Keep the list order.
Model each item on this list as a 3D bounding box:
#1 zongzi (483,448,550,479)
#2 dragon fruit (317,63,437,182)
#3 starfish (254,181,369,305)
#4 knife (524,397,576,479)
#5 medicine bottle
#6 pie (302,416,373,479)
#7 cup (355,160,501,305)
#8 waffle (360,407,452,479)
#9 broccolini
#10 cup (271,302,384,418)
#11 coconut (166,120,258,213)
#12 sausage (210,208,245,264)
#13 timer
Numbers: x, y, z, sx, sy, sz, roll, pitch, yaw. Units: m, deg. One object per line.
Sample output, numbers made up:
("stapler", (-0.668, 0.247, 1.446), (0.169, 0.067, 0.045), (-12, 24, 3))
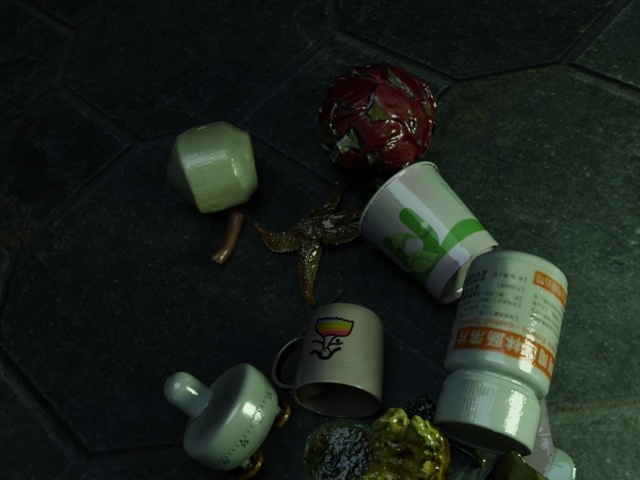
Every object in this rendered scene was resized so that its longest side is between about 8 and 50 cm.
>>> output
("zongzi", (0.371, 0.587, 1.267), (0.289, 0.154, 0.318), (34, 111, 9))
("dragon fruit", (0.146, -0.311, 1.813), (0.329, 0.329, 0.329), (-7, 55, 11))
("starfish", (0.016, -0.021, 1.782), (0.293, 0.084, 0.301), (-33, 50, -7))
("knife", (0.437, 0.328, 1.452), (0.132, 0.038, 0.399), (-9, 54, 15))
("medicine bottle", (0.364, 0.223, 1.398), (0.210, 0.211, 0.372), (10, 63, 21))
("pie", (0.046, 0.462, 1.464), (0.186, 0.041, 0.187), (-8, 59, 13))
("cup", (0.261, -0.008, 1.624), (0.253, 0.253, 0.274), (-36, 63, -10))
("waffle", (0.131, 0.487, 1.292), (0.151, 0.261, 0.324), (16, 59, 33))
("broccolini", (0.263, 0.395, 1.442), (0.201, 0.058, 0.074), (31, 76, 32))
("cup", (0.018, 0.261, 1.527), (0.252, 0.191, 0.201), (-6, 52, 20))
("coconut", (-0.302, -0.200, 1.900), (0.247, 0.245, 0.245), (-11, 54, -2))
("sausage", (-0.246, -0.009, 1.868), (0.040, 0.047, 0.177), (-3, 53, 33))
("timer", (-0.211, 0.365, 1.484), (0.233, 0.240, 0.233), (-44, 18, 18))
